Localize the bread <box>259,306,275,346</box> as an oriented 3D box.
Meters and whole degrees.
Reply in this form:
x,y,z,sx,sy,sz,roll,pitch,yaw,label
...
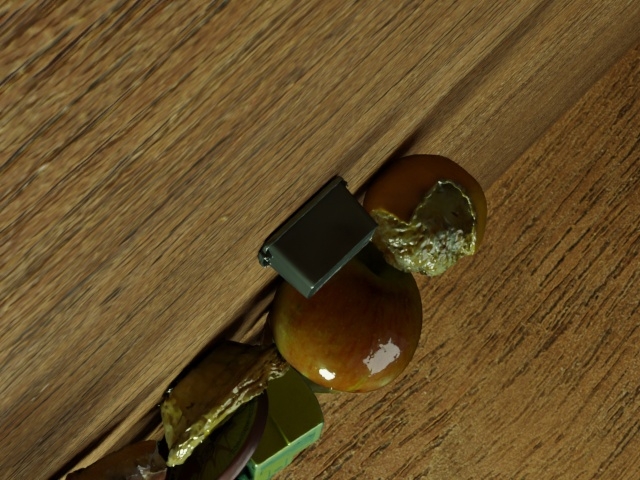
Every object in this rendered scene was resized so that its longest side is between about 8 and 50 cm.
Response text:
x,y,z,sx,sy,sz,roll,pitch,yaw,label
-0.009,0.091,1.858,0.233,0.076,0.105,-41,-140,21,bread

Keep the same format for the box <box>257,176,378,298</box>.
x,y,z,sx,sy,sz,roll,pitch,yaw,label
0.000,0.000,1.416,0.122,0.069,0.084,-43,175,-14,box

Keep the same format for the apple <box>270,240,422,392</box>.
x,y,z,sx,sy,sz,roll,pitch,yaw,label
0.036,0.091,1.709,0.196,0.196,0.196,-44,174,-6,apple

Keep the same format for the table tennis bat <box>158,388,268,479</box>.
x,y,z,sx,sy,sz,roll,pitch,yaw,label
-0.183,0.293,1.906,0.310,0.038,0.200,-31,-143,32,table tennis bat

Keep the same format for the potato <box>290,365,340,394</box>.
x,y,z,sx,sy,sz,roll,pitch,yaw,label
-0.003,0.171,2.131,0.158,0.178,0.203,-33,-177,46,potato

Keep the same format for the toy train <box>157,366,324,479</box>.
x,y,z,sx,sy,sz,roll,pitch,yaw,label
-0.123,0.342,2.117,0.237,0.150,0.369,-30,163,-16,toy train

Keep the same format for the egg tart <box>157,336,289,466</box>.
x,y,z,sx,sy,sz,roll,pitch,yaw,label
-0.134,0.197,1.745,0.212,0.090,0.212,-43,173,-7,egg tart

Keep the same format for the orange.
x,y,z,sx,sy,sz,roll,pitch,yaw,label
0.130,-0.032,1.653,0.156,0.156,0.134,-42,-177,-20,orange

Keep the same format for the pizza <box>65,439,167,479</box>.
x,y,z,sx,sy,sz,roll,pitch,yaw,label
-0.304,0.335,1.572,0.305,0.085,0.161,-40,154,-27,pizza
